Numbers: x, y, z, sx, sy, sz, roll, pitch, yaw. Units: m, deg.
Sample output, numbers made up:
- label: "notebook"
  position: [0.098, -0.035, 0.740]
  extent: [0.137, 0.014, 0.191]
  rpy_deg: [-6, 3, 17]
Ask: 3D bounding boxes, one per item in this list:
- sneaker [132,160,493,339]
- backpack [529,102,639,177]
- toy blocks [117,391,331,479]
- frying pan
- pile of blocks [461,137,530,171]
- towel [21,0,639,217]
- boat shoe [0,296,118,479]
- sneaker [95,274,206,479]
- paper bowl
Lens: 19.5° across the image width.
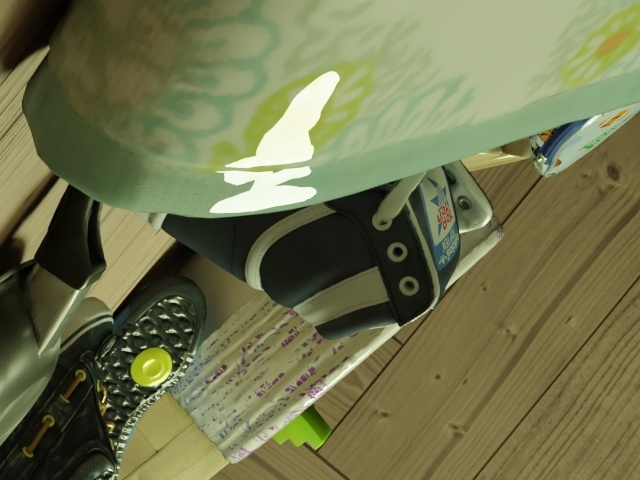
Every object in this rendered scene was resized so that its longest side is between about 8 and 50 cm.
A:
- label: "sneaker"
  position: [0.032, -0.070, 0.794]
  extent: [0.282, 0.153, 0.099]
  rpy_deg: [-52, 178, 40]
- label: "backpack"
  position: [0.159, -0.179, 1.216]
  extent: [0.276, 0.213, 0.263]
  rpy_deg: [-48, 167, -6]
- label: "toy blocks"
  position: [-0.145, 0.185, 1.793]
  extent: [0.261, 0.190, 0.381]
  rpy_deg: [-39, 180, 14]
- label: "frying pan"
  position: [-0.133, 0.041, 0.792]
  extent: [0.326, 0.053, 0.197]
  rpy_deg: [-47, 178, -10]
- label: "pile of blocks"
  position: [0.003, -0.079, 1.152]
  extent: [0.362, 0.149, 0.112]
  rpy_deg: [153, -65, -72]
- label: "towel"
  position: [0.109, -0.161, 0.586]
  extent: [0.374, 0.090, 0.320]
  rpy_deg: [-19, 152, -45]
- label: "boat shoe"
  position: [-0.142, 0.099, 1.031]
  extent: [0.065, 0.083, 0.183]
  rpy_deg: [-52, 178, 28]
- label: "sneaker"
  position: [-0.157, 0.105, 1.369]
  extent: [0.209, 0.069, 0.082]
  rpy_deg: [-60, -151, 14]
- label: "paper bowl"
  position: [-0.007, 0.032, 1.453]
  extent: [0.284, 0.148, 0.284]
  rpy_deg: [-41, 178, -1]
